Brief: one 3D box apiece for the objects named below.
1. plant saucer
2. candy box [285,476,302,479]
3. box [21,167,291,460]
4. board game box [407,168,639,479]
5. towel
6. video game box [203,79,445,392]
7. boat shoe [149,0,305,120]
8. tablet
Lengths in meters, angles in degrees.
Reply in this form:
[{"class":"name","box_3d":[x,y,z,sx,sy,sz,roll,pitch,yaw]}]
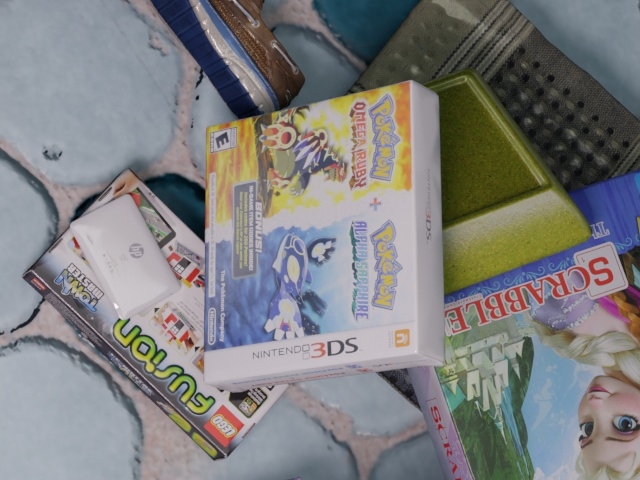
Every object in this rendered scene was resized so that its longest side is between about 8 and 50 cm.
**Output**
[{"class":"plant saucer","box_3d":[0.088,-0.053,1.448,0.188,0.045,0.188,-20,58,-19]},{"class":"candy box","box_3d":[-0.060,0.297,1.406,0.165,0.070,0.196,-21,87,-23]},{"class":"box","box_3d":[-0.114,0.057,1.449,0.207,0.036,0.114,45,69,-7]},{"class":"board game box","box_3d":[0.238,0.113,1.493,0.318,0.066,0.318,-18,85,-18]},{"class":"towel","box_3d":[0.134,-0.019,1.554,0.312,0.056,0.324,41,72,-6]},{"class":"video game box","box_3d":[0.000,0.000,1.389,0.048,0.187,0.205,24,61,-56]},{"class":"boat shoe","box_3d":[-0.079,-0.179,1.496,0.066,0.066,0.183,-39,104,-26]},{"class":"tablet","box_3d":[-0.146,0.012,1.422,0.054,0.006,0.083,-29,91,-22]}]
